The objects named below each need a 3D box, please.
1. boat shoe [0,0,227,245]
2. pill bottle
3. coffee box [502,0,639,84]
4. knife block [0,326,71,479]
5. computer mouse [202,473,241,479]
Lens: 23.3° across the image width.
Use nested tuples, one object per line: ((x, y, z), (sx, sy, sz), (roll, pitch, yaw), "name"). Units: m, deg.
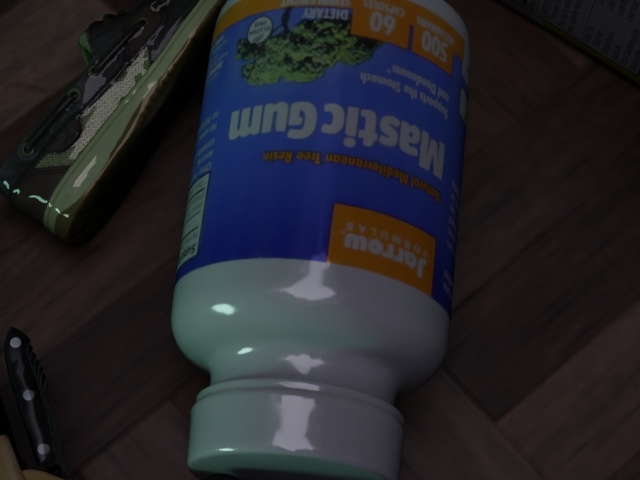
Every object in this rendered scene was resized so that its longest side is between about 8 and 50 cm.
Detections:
((-0.115, -0.104, 0.935), (0.073, 0.080, 0.223), (30, 75, 5), "boat shoe")
((0.000, 0.000, 0.857), (0.152, 0.152, 0.272), (6, 67, 1), "pill bottle")
((0.235, -0.328, 0.895), (0.334, 0.338, 0.337), (33, 71, 12), "coffee box")
((-0.204, 0.175, 0.816), (0.242, 0.088, 0.275), (20, 69, 7), "knife block")
((-0.026, 0.236, 0.781), (0.041, 0.071, 0.242), (-14, 88, 33), "computer mouse")
